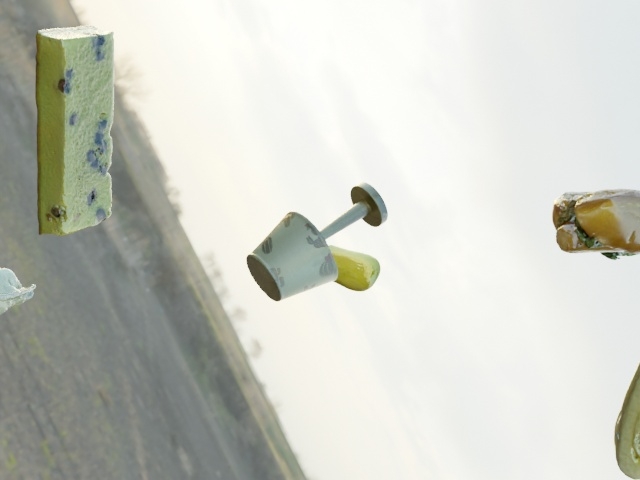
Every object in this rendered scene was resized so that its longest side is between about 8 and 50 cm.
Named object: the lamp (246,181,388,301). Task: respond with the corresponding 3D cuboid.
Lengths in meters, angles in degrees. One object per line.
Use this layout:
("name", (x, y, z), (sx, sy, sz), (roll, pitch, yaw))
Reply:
("lamp", (0.000, 0.000, 1.444), (0.121, 0.215, 0.121), (43, -27, 29))

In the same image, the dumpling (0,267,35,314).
("dumpling", (-0.311, 0.054, 0.960), (0.076, 0.057, 0.052), (97, 11, -58))

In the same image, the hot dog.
("hot dog", (0.333, -0.012, 0.958), (0.100, 0.250, 0.068), (-177, -91, -66))

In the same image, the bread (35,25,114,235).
("bread", (-0.430, -0.189, 1.738), (0.077, 0.138, 0.361), (16, -68, 27))

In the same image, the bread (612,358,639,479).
("bread", (0.332, 0.163, 0.965), (0.060, 0.139, 0.178), (22, -1, 24))

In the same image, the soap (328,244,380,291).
("soap", (0.051, 0.055, 2.153), (0.168, 0.089, 0.033), (23, -20, 26))
